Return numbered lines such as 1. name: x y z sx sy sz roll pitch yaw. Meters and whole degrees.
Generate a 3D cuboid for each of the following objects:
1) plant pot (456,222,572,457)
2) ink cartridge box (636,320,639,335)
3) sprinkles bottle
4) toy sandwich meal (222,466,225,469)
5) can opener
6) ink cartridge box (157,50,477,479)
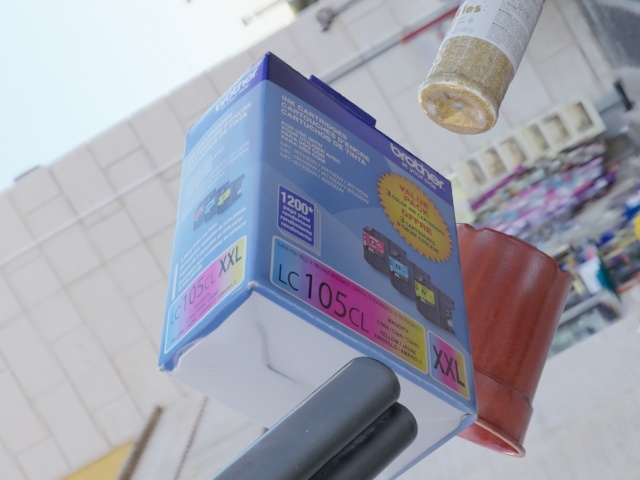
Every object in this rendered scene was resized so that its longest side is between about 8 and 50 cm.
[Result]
1. plant pot: 0.221 0.134 1.697 0.272 0.265 0.272 25 168 5
2. ink cartridge box: 0.406 0.087 1.359 0.028 0.048 0.083 28 161 -13
3. sprinkles bottle: 0.257 -0.323 1.715 0.121 0.121 0.355 54 -128 -44
4. toy sandwich meal: -0.063 0.251 1.206 0.085 0.029 0.085 36 170 8
5. can opener: -0.067 0.175 0.747 0.095 0.283 0.076 22 144 50
6. ink cartridge box: 0.000 0.000 1.157 0.270 0.151 0.395 32 -146 -27
